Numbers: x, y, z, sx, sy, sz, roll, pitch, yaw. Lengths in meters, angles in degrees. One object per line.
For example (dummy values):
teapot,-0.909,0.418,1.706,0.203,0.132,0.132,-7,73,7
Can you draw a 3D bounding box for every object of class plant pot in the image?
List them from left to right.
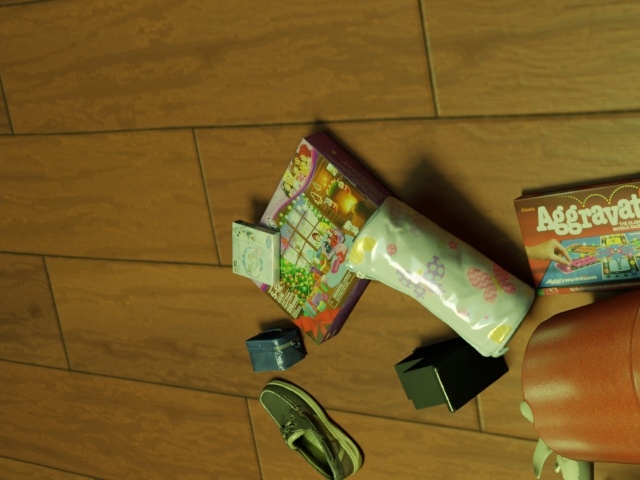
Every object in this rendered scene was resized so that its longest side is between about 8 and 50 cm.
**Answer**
plant pot,0.417,0.172,1.519,0.265,0.272,0.272,-16,97,50

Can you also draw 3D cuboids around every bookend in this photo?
bookend,0.169,0.207,1.790,0.156,0.157,0.072,-21,93,42

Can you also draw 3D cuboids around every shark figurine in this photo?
shark figurine,0.367,0.306,1.662,0.166,0.116,0.278,114,155,-47

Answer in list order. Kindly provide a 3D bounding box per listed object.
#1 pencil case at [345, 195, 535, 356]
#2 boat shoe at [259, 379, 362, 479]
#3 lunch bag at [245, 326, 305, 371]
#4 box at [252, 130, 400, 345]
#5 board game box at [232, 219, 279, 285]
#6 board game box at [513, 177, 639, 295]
pencil case,0.171,0.052,1.711,0.273,0.124,0.113,32,152,5
boat shoe,-0.028,0.327,2.058,0.223,0.073,0.080,40,128,20
lunch bag,-0.077,0.182,2.044,0.098,0.067,0.065,-10,101,41
box,0.000,0.000,1.913,0.201,0.057,0.293,44,130,19
board game box,-0.105,0.020,1.955,0.090,0.020,0.090,18,117,37
board game box,0.399,-0.007,1.602,0.281,0.027,0.145,-9,101,41
